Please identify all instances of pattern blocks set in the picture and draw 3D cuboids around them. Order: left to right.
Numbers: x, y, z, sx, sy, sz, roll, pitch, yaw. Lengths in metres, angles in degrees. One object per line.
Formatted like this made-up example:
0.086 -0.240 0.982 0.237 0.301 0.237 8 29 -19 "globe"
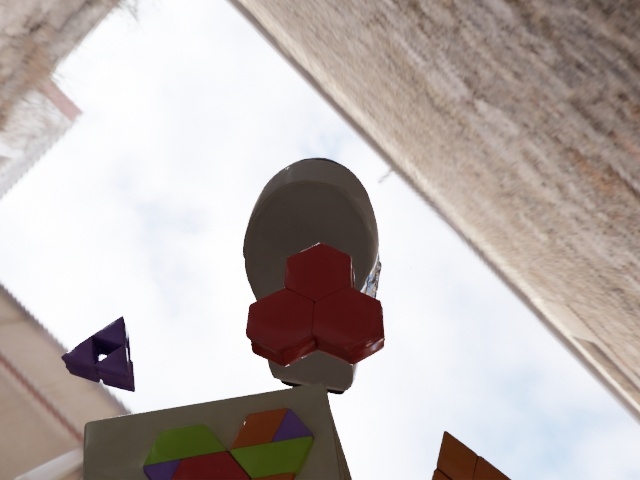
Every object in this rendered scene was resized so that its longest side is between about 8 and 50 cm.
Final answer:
-0.045 0.154 0.605 0.285 0.026 0.325 -21 -129 -9 "pattern blocks set"

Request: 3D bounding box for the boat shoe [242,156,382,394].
0.000 0.000 1.184 0.127 0.340 0.158 10 -127 3 "boat shoe"
